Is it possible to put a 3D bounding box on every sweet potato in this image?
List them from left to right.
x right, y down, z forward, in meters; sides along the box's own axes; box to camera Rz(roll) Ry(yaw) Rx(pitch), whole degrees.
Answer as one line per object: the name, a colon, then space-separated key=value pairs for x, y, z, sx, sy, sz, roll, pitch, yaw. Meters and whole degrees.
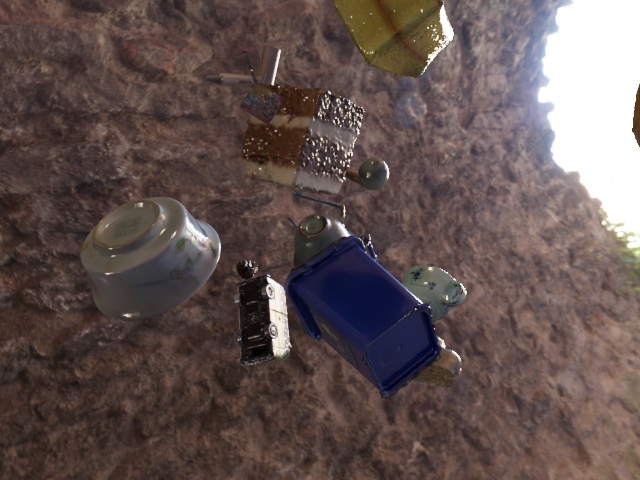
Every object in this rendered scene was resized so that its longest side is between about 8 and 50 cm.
sweet potato: x=0.169 y=-0.258 z=1.639 sx=0.067 sy=0.059 sz=0.281 roll=59 pitch=-156 yaw=17

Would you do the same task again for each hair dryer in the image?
hair dryer: x=-0.220 y=-0.467 z=1.119 sx=0.220 sy=0.053 sz=0.195 roll=2 pitch=-71 yaw=-48

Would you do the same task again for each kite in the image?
kite: x=-0.072 y=-0.158 z=0.425 sx=0.044 sy=0.002 sz=0.078 roll=-40 pitch=-88 yaw=-11

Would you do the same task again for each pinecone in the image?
pinecone: x=-0.280 y=0.109 z=1.522 sx=0.077 sy=0.083 sz=0.077 roll=-51 pitch=-20 yaw=-27

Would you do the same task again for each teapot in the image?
teapot: x=0.288 y=0.161 z=1.095 sx=0.159 sy=0.232 sz=0.159 roll=21 pitch=-121 yaw=-40

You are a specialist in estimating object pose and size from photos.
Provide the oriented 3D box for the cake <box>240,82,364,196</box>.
cake: x=-0.029 y=-0.149 z=0.611 sx=0.134 sy=0.135 sz=0.147 roll=-4 pitch=-73 yaw=-53

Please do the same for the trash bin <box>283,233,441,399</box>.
trash bin: x=0.073 y=0.108 z=0.646 sx=0.184 sy=0.234 sz=0.162 roll=-33 pitch=-57 yaw=-14

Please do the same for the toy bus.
toy bus: x=-0.203 y=0.300 z=1.466 sx=0.179 sy=0.143 sz=0.305 roll=41 pitch=-145 yaw=-57

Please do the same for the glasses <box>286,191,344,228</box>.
glasses: x=-0.003 y=-0.090 z=1.468 sx=0.220 sy=0.088 sz=0.190 roll=28 pitch=-125 yaw=-20

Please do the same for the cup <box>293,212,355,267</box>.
cup: x=0.000 y=0.000 z=1.112 sx=0.199 sy=0.199 sz=0.150 roll=-53 pitch=-33 yaw=-22

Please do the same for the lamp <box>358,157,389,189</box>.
lamp: x=0.175 y=-0.220 z=1.330 sx=0.105 sy=0.105 sz=0.105 roll=-8 pitch=-77 yaw=-41

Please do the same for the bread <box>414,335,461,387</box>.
bread: x=0.342 y=0.416 z=1.456 sx=0.183 sy=0.337 sz=0.102 roll=-44 pitch=-53 yaw=-49

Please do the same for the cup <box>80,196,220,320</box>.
cup: x=-0.444 y=0.012 z=1.011 sx=0.347 sy=0.347 sz=0.163 roll=-45 pitch=-38 yaw=-27

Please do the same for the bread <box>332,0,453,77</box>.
bread: x=0.233 y=-0.640 z=1.179 sx=0.245 sy=0.233 sz=0.361 roll=61 pitch=-153 yaw=4

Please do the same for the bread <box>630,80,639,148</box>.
bread: x=0.388 y=-0.151 z=0.363 sx=0.198 sy=0.120 sz=0.236 roll=-64 pitch=-20 yaw=-44
